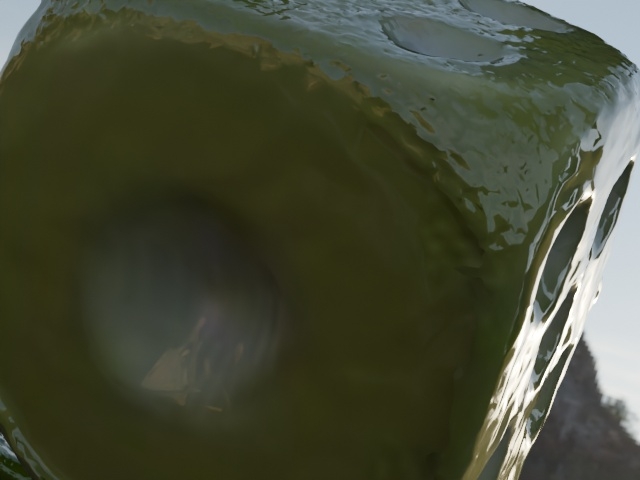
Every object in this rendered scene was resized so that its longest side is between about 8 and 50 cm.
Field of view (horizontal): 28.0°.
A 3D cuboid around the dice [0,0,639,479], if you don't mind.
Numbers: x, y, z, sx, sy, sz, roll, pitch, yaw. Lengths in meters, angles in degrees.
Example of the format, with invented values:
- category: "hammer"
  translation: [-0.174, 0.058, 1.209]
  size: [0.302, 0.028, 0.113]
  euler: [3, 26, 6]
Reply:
- category: "dice"
  translation: [0.000, 0.000, 0.419]
  size: [0.166, 0.169, 0.169]
  euler: [22, 23, 18]

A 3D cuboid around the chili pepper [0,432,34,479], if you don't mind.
- category: "chili pepper"
  translation: [-0.141, 0.164, 0.655]
  size: [0.052, 0.050, 0.201]
  euler: [-16, -77, 52]
